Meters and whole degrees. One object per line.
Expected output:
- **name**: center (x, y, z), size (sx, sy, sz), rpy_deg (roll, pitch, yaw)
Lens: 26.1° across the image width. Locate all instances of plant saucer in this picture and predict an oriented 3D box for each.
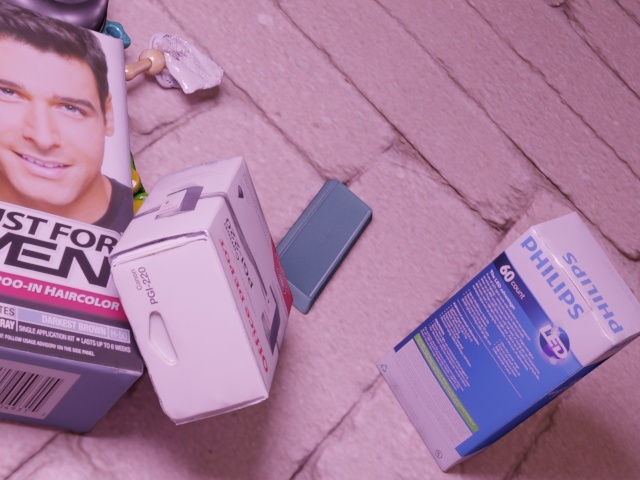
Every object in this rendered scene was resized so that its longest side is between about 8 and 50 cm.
- **plant saucer**: center (0.000, 0.000, 1.459), size (0.067, 0.018, 0.192), rpy_deg (40, 41, -4)

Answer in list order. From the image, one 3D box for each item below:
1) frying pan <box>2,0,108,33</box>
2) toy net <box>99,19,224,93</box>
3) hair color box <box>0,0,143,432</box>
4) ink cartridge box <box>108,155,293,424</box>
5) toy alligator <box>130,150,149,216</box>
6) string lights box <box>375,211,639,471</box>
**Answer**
- **frying pan**: center (-0.328, -0.315, 1.333), size (0.326, 0.053, 0.197), rpy_deg (44, 37, -19)
- **toy net**: center (-0.212, -0.202, 1.440), size (0.232, 0.045, 0.122), rpy_deg (12, 48, -34)
- **hair color box**: center (-0.268, -0.034, 1.195), size (0.185, 0.113, 0.374), rpy_deg (15, 48, -30)
- **ink cartridge box**: center (-0.097, 0.036, 1.190), size (0.218, 0.092, 0.158), rpy_deg (-73, 146, -69)
- **toy alligator**: center (-0.194, -0.048, 1.319), size (0.051, 0.056, 0.189), rpy_deg (-22, 66, -4)
- **string lights box**: center (0.180, 0.102, 1.333), size (0.077, 0.259, 0.133), rpy_deg (-16, 68, -45)
